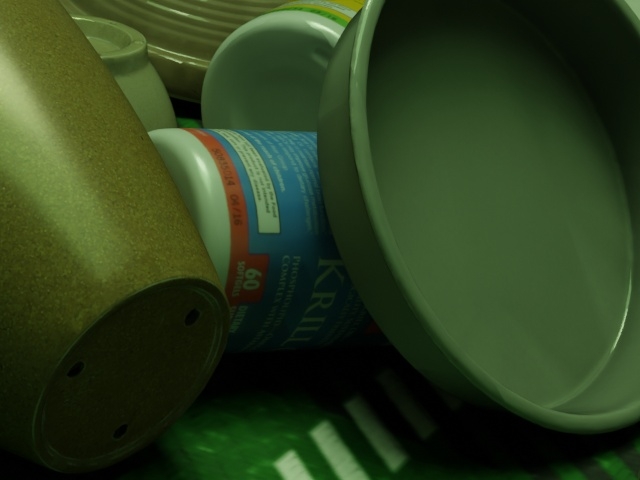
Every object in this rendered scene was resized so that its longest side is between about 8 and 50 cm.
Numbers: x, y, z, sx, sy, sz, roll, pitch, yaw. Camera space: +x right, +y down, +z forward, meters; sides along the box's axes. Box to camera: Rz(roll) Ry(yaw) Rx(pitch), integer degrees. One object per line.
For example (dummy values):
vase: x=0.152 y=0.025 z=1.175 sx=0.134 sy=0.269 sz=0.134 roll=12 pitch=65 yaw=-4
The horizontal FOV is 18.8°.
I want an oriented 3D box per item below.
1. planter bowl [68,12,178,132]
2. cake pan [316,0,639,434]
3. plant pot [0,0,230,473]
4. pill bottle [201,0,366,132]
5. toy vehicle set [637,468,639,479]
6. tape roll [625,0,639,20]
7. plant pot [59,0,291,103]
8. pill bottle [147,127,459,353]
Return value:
planter bowl: x=-0.166 y=-0.086 z=1.271 sx=0.162 sy=0.109 sz=0.162 roll=8 pitch=22 yaw=-3
cake pan: x=0.109 y=-0.033 z=1.070 sx=0.293 sy=0.293 sz=0.054 roll=-16 pitch=-3 yaw=-45
plant pot: x=-0.167 y=-0.007 z=0.972 sx=0.237 sy=0.237 sz=0.254 roll=-16 pitch=46 yaw=-45
pill bottle: x=0.026 y=-0.118 z=1.377 sx=0.136 sy=0.136 sz=0.245 roll=16 pitch=23 yaw=18
toy vehicle set: x=0.194 y=0.117 z=0.694 sx=0.166 sy=0.267 sz=0.035 roll=15 pitch=23 yaw=19
tape roll: x=0.296 y=-0.050 z=1.265 sx=0.246 sy=0.169 sz=0.246 roll=7 pitch=21 yaw=-3
plant pot: x=-0.093 y=-0.198 z=1.531 sx=0.237 sy=0.110 sz=0.237 roll=15 pitch=23 yaw=-6
pill bottle: x=0.000 y=0.000 z=1.090 sx=0.221 sy=0.124 sz=0.124 roll=-1 pitch=24 yaw=-34
